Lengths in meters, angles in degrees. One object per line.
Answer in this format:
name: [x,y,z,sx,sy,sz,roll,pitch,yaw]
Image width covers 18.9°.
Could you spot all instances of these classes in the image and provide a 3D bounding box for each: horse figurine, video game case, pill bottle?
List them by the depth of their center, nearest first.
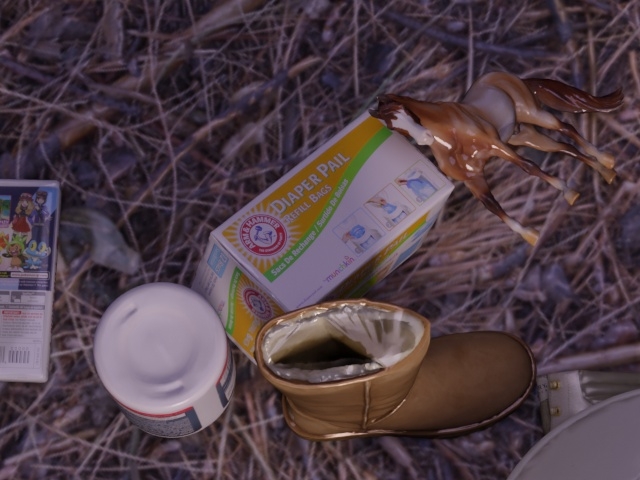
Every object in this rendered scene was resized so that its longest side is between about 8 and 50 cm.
pill bottle: [-0.126,0.107,1.597,0.108,0.180,0.108,0,74,1]
horse figurine: [0.165,-0.092,1.664,0.174,0.066,0.263,37,37,14]
video game case: [-0.336,0.033,1.705,0.201,0.023,0.183,1,74,3]

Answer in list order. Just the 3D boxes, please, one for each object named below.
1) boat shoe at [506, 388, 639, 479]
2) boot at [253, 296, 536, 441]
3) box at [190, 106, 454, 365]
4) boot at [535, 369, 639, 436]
boat shoe: [0.196,0.244,1.534,0.319,0.099,0.116,-43,34,-20]
boot: [0.070,0.103,1.548,0.236,0.269,0.089,-14,75,-3]
box: [0.000,0.000,1.630,0.103,0.114,0.203,44,61,12]
boot: [0.192,0.197,1.621,0.213,0.077,0.165,-8,73,-3]
